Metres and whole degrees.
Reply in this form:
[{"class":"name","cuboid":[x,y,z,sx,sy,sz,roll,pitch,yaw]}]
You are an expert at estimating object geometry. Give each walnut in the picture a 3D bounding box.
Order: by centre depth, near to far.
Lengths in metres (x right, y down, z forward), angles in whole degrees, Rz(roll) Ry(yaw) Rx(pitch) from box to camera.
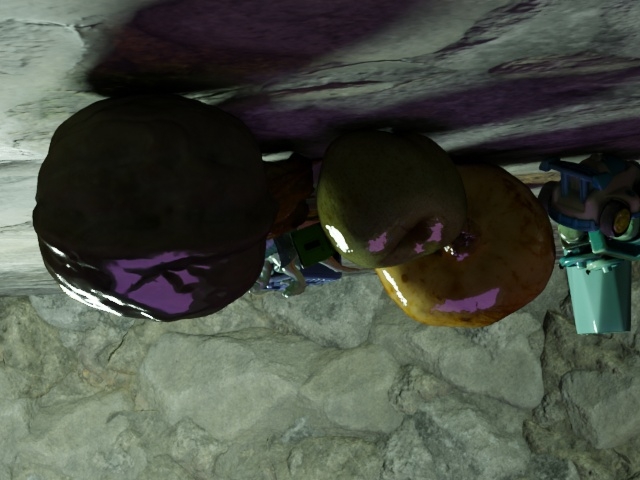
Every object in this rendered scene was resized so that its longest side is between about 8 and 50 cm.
[{"class":"walnut","cuboid":[-0.144,-0.027,0.998,0.224,0.224,0.224,-3,174,0]}]

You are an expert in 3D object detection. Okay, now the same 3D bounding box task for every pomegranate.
[{"class":"pomegranate","cuboid":[0.183,0.005,1.454,0.248,0.248,0.248,-3,174,0]}]

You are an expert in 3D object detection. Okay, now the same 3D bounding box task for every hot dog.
[{"class":"hot dog","cuboid":[-0.137,-0.041,1.288,0.259,0.114,0.175,-3,-173,-6]}]

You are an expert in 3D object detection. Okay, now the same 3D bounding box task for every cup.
[{"class":"cup","cuboid":[0.565,0.073,2.254,0.148,0.235,0.134,2,171,-29]}]

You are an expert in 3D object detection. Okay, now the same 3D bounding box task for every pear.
[{"class":"pear","cuboid":[0.076,-0.048,1.226,0.167,0.136,0.167,-20,142,-16]}]

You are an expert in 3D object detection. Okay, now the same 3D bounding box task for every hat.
[{"class":"hat","cuboid":[-0.086,-0.016,1.485,0.078,0.138,0.191,-33,173,8]}]

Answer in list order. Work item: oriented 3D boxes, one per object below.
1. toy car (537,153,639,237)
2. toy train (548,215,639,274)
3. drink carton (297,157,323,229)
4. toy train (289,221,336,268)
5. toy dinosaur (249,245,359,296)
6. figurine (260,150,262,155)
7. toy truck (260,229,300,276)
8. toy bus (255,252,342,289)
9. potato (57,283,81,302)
[{"class":"toy car","cuboid":[0.373,-0.081,1.462,0.161,0.098,0.126,-31,-143,-28]},{"class":"toy train","cuboid":[0.530,-0.017,1.975,0.194,0.120,0.298,-15,169,28]},{"class":"drink carton","cuboid":[0.000,-0.055,1.479,0.096,0.071,0.223,-5,175,12]},{"class":"toy train","cuboid":[0.000,0.000,1.344,0.042,0.044,0.209,-20,-179,6]},{"class":"toy dinosaur","cuboid":[-0.059,0.006,1.588,0.242,0.167,0.053,2,-156,-6]},{"class":"figurine","cuboid":[-0.102,-0.082,1.151,0.077,0.079,0.136,-48,155,12]},{"class":"toy truck","cuboid":[-0.133,-0.009,1.691,0.257,0.108,0.140,-11,158,17]},{"class":"toy bus","cuboid":[-0.071,0.023,1.920,0.133,0.125,0.292,-8,174,24]},{"class":"potato","cuboid":[-0.319,0.032,1.742,0.157,0.157,0.194,-7,167,30]}]
